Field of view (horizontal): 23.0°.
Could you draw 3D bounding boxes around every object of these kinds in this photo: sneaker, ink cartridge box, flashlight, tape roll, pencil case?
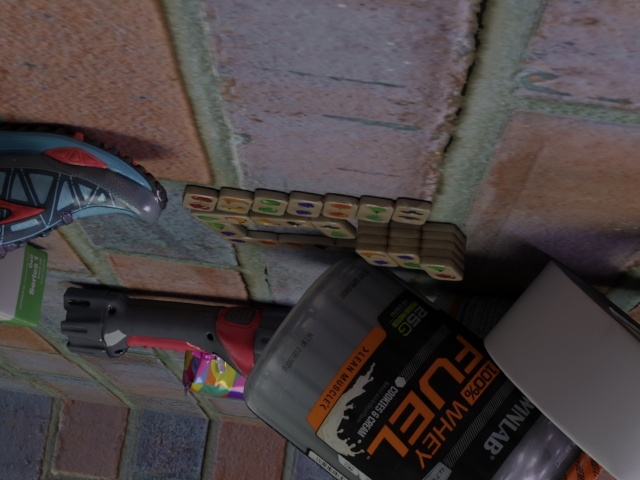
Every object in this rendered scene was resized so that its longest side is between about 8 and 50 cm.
[{"bbox_3d":[-0.253,-0.024,1.251,0.261,0.125,0.104,8,169,3],"label":"sneaker"},{"bbox_3d":[-0.420,0.026,1.688,0.160,0.093,0.219,3,167,23],"label":"ink cartridge box"},{"bbox_3d":[-0.166,0.122,1.952,0.304,0.103,0.103,3,170,17],"label":"flashlight"},{"bbox_3d":[0.280,0.143,1.389,0.286,0.100,0.286,38,-172,-6],"label":"tape roll"},{"bbox_3d":[-0.078,0.179,2.180,0.236,0.104,0.104,11,168,-17],"label":"pencil case"}]

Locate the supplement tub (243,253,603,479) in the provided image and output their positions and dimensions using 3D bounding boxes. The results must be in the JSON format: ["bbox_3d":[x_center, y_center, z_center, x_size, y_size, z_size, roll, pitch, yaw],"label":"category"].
[{"bbox_3d":[0.100,0.173,1.499,0.316,0.193,0.193,36,172,10],"label":"supplement tub"}]

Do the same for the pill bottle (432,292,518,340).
[{"bbox_3d":[0.179,0.127,1.642,0.245,0.136,0.136,4,168,18],"label":"pill bottle"}]

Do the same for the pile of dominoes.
[{"bbox_3d":[0.000,0.000,1.404,0.251,0.040,0.196,4,168,18],"label":"pile of dominoes"}]
